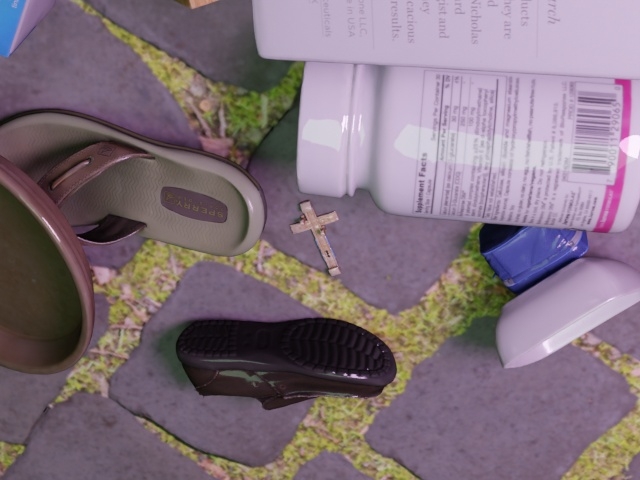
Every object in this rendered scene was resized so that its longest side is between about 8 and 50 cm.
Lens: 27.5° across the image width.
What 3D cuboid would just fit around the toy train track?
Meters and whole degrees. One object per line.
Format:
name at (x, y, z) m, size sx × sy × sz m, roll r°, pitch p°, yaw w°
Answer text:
toy train track at (0.000, 0.000, 1.263) m, size 0.048 × 0.014 × 0.083 m, roll -17°, pitch 115°, yaw 15°

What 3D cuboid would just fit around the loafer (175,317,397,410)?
loafer at (-0.033, 0.127, 1.307) m, size 0.220 × 0.080 × 0.078 m, roll 6°, pitch 128°, yaw 9°

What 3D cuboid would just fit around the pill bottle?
pill bottle at (0.126, -0.096, 1.115) m, size 0.283 × 0.160 × 0.160 m, roll 5°, pitch 119°, yaw 4°

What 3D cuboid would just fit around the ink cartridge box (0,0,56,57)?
ink cartridge box at (-0.321, -0.249, 1.088) m, size 0.203 × 0.148 × 0.086 m, roll 23°, pitch 118°, yaw -7°

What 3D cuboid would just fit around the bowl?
bowl at (0.229, 0.061, 1.215) m, size 0.142 × 0.142 × 0.053 m, roll -35°, pitch 73°, yaw 23°

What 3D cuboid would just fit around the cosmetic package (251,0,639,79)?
cosmetic package at (0.195, -0.229, 0.947) m, size 0.453 × 0.230 × 0.162 m, roll 6°, pitch 119°, yaw 17°

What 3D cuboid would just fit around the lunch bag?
lunch bag at (0.196, 0.004, 1.213) m, size 0.098 × 0.067 × 0.065 m, roll -35°, pitch 109°, yaw 23°

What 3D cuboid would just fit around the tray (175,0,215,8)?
tray at (-0.150, -0.393, 0.962) m, size 0.076 × 0.203 × 0.411 m, roll -22°, pitch 118°, yaw -19°

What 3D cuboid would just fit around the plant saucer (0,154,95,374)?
plant saucer at (-0.321, 0.009, 1.234) m, size 0.277 × 0.041 × 0.278 m, roll 20°, pitch 134°, yaw 22°

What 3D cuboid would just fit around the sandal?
sandal at (-0.199, -0.045, 1.203) m, size 0.302 × 0.086 × 0.120 m, roll 9°, pitch 120°, yaw 18°
